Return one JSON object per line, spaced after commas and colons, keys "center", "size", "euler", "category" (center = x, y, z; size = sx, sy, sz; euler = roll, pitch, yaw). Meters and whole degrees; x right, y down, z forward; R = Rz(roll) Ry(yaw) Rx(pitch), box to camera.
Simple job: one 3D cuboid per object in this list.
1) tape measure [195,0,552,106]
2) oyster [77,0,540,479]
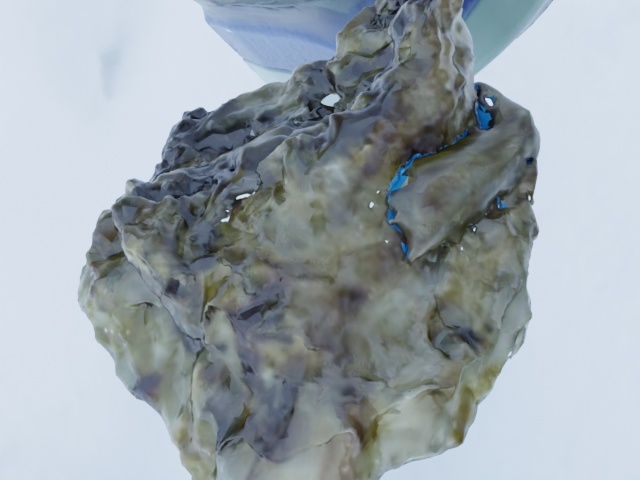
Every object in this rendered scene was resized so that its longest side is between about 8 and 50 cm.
{"center": [0.060, -0.214, 1.240], "size": [0.262, 0.138, 0.259], "euler": [-47, 31, -15], "category": "tape measure"}
{"center": [0.000, 0.000, 0.699], "size": [0.214, 0.083, 0.223], "euler": [-29, 58, 2], "category": "oyster"}
